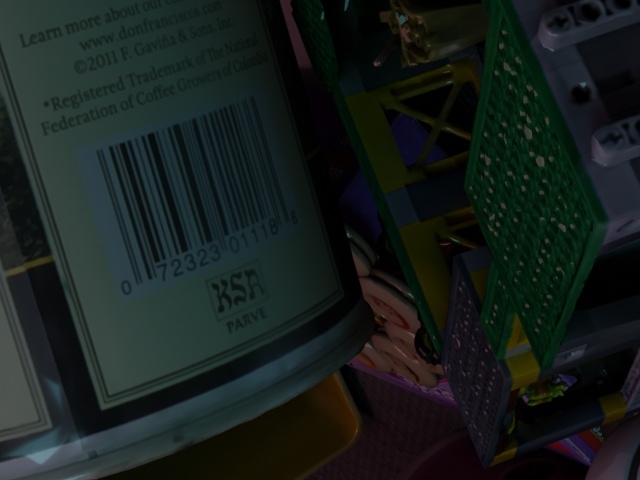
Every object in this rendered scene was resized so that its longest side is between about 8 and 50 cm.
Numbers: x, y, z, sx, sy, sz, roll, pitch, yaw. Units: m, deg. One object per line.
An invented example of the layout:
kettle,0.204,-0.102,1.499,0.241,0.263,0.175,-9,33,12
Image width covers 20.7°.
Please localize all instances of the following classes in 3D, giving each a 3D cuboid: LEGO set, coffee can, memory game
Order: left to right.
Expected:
coffee can,-0.115,-0.075,0.557,0.201,0.201,0.275,3,111,64
memory game,-0.017,0.006,0.757,0.186,0.012,0.186,35,166,10
LEGO set,0.105,-0.080,0.447,0.331,0.192,0.255,82,167,-62

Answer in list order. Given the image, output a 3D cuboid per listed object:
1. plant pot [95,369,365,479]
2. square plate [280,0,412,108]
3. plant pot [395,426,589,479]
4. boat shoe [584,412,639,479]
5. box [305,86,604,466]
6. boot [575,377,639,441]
plant pot,-0.130,0.067,1.131,0.187,0.212,0.212,46,165,47
square plate,-0.123,-0.219,0.777,0.347,0.049,0.344,32,156,37
plant pot,0.120,0.186,0.849,0.201,0.201,0.180,9,122,61
boat shoe,0.231,0.133,0.543,0.306,0.113,0.105,33,156,1
box,0.000,0.000,0.855,0.201,0.057,0.293,43,166,-32
boot,0.129,0.029,0.715,0.106,0.082,0.219,60,172,34
